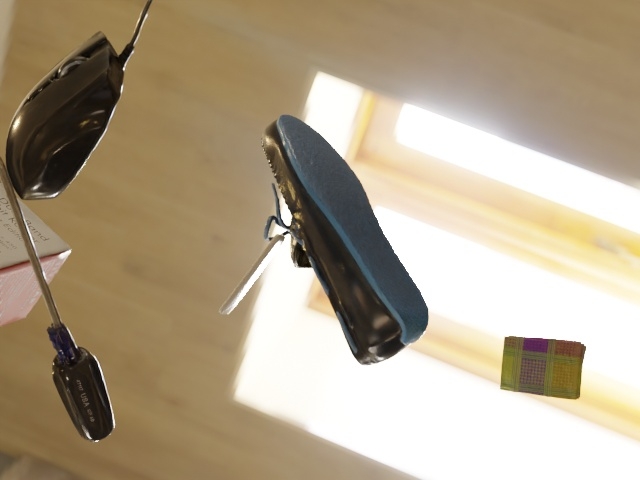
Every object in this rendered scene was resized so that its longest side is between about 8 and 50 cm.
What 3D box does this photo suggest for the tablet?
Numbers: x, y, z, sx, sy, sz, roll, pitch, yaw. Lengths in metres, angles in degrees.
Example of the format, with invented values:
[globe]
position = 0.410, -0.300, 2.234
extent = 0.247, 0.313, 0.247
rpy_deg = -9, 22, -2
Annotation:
[tablet]
position = -0.057, 0.029, 1.413
extent = 0.083, 0.006, 0.054
rpy_deg = -54, -5, 1

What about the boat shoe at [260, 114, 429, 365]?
[boat shoe]
position = 0.000, 0.000, 1.547
extent = 0.109, 0.258, 0.089
rpy_deg = 9, -43, -47

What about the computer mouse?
[computer mouse]
position = -0.120, -0.121, 0.952
extent = 0.242, 0.041, 0.071
rpy_deg = -55, 24, 20

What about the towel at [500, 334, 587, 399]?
[towel]
position = 0.223, 0.127, 1.665
extent = 0.009, 0.083, 0.060
rpy_deg = 66, -150, -77

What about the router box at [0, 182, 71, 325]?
[router box]
position = -0.403, -0.050, 1.275
extent = 0.082, 0.335, 0.301
rpy_deg = -53, -13, 21

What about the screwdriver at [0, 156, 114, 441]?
[screwdriver]
position = -0.134, 0.030, 0.802
extent = 0.024, 0.025, 0.170
rpy_deg = -69, -34, -52
